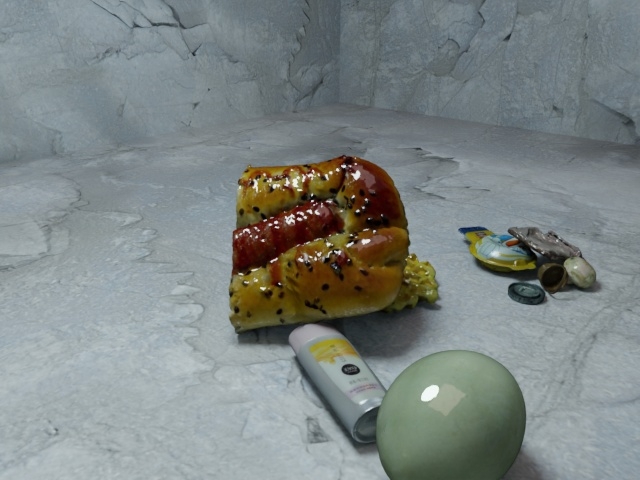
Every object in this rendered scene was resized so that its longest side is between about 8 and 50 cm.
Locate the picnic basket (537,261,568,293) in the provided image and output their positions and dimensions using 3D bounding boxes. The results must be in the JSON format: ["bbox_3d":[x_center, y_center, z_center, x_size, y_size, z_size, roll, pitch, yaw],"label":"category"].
[{"bbox_3d":[0.559,0.092,1.246,0.072,0.071,0.083,3,13,5],"label":"picnic basket"}]

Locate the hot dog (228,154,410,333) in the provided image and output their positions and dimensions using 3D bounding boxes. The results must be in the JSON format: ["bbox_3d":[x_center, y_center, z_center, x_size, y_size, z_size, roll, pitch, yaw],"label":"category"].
[{"bbox_3d":[0.000,0.000,1.084,0.366,0.366,0.196,-4,-20,11],"label":"hot dog"}]

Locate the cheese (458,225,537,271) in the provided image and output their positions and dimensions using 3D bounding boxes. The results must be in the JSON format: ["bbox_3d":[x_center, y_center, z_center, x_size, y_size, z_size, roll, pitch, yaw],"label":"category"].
[{"bbox_3d":[0.469,0.019,1.410,0.177,0.069,0.270,-5,24,-15],"label":"cheese"}]

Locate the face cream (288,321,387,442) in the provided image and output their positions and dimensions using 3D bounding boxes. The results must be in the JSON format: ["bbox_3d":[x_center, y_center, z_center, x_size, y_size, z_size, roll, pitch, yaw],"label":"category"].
[{"bbox_3d":[0.035,0.235,0.918,0.108,0.073,0.269,-1,21,-24],"label":"face cream"}]

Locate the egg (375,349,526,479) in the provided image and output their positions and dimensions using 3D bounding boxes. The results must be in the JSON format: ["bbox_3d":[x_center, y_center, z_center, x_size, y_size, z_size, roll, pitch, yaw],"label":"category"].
[{"bbox_3d":[0.181,0.253,0.734,0.187,0.186,0.253,19,30,36],"label":"egg"}]

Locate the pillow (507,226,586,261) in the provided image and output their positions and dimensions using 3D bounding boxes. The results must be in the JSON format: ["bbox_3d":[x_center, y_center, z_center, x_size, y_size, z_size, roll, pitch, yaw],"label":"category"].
[{"bbox_3d":[0.596,0.010,1.361,0.249,0.049,0.135,5,31,-41],"label":"pillow"}]

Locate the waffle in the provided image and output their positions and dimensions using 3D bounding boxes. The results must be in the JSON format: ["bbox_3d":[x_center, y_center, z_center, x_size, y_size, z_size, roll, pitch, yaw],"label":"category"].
[{"bbox_3d":[0.124,0.089,1.266,0.312,0.060,0.307,-3,23,-11],"label":"waffle"}]

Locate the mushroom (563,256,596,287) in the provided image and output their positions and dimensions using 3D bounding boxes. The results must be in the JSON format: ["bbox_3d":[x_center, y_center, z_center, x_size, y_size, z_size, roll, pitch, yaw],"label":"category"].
[{"bbox_3d":[0.629,0.080,1.280,0.084,0.067,0.083,24,38,-21],"label":"mushroom"}]

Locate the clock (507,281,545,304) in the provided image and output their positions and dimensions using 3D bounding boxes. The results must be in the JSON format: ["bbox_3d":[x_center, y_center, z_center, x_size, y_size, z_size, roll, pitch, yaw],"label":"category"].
[{"bbox_3d":[0.485,0.124,1.237,0.085,0.017,0.085,0,24,0],"label":"clock"}]
